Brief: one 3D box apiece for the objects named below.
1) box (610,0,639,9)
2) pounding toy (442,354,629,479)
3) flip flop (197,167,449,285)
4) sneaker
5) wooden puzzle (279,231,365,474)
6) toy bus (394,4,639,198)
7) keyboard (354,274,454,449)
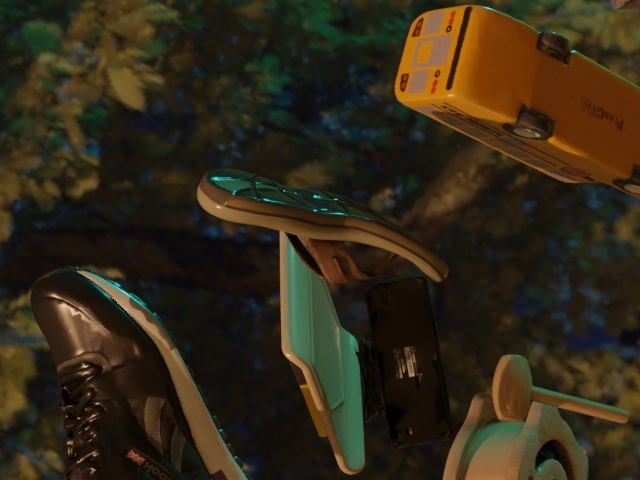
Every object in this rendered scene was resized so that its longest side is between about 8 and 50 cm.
[{"bbox_3d":[0.427,-0.382,1.858,0.231,0.056,0.183,-7,-102,-43],"label":"box"},{"bbox_3d":[0.219,0.237,1.449,0.269,0.155,0.154,52,-133,-49],"label":"pounding toy"},{"bbox_3d":[0.000,0.000,1.450,0.277,0.112,0.080,13,-77,-31],"label":"flip flop"},{"bbox_3d":[-0.152,0.155,1.135,0.124,0.283,0.107,-35,2,-40],"label":"sneaker"},{"bbox_3d":[-0.005,0.125,1.729,0.221,0.044,0.238,-93,-16,-44],"label":"wooden puzzle"},{"bbox_3d":[0.249,-0.141,1.604,0.333,0.130,0.108,22,-103,-35],"label":"toy bus"},{"bbox_3d":[0.089,0.139,1.694,0.038,0.100,0.192,11,-110,-85],"label":"keyboard"}]
